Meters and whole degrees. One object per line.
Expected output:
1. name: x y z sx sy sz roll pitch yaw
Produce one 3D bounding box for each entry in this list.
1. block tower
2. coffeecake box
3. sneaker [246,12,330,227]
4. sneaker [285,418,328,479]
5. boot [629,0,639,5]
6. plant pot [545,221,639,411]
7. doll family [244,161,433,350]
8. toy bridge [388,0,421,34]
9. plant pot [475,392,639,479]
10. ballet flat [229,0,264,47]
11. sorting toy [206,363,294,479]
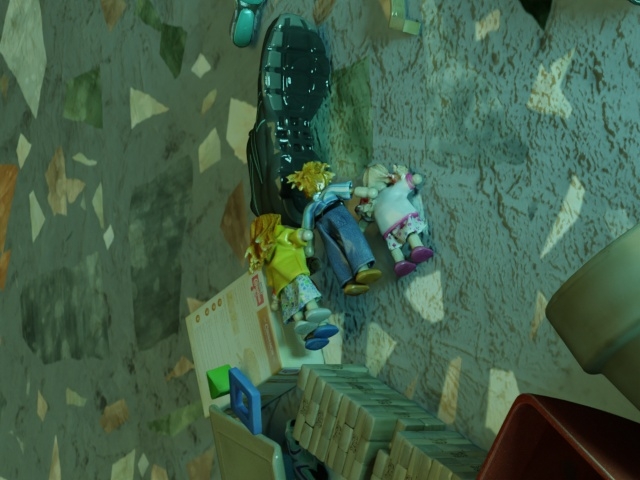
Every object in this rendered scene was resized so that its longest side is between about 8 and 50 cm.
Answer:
1. block tower: 0.094 0.243 1.790 0.335 0.091 0.097 33 113 50
2. coffeecake box: -0.086 0.129 2.057 0.185 0.068 0.142 -36 59 46
3. sneaker: -0.055 -0.148 2.014 0.106 0.101 0.267 -4 84 55
4. sneaker: -0.032 0.276 1.997 0.069 0.038 0.098 -49 50 38
5. boot: 0.376 -0.261 1.465 0.236 0.085 0.178 -51 51 37
6. plant pot: 0.388 0.089 1.276 0.323 0.323 0.280 -44 71 42
7. doll family: 0.000 0.000 1.882 0.263 0.118 0.163 -41 60 29
8. toy bridge: 0.106 -0.336 1.876 0.063 0.026 0.188 24 106 53
9. plant pot: 0.283 0.312 1.413 0.267 0.236 0.267 46 123 43
10. ballet flat: -0.096 -0.313 2.137 0.041 0.041 0.114 35 114 49
11. sorting toy: -0.070 0.307 1.994 0.196 0.047 0.347 24 127 59
